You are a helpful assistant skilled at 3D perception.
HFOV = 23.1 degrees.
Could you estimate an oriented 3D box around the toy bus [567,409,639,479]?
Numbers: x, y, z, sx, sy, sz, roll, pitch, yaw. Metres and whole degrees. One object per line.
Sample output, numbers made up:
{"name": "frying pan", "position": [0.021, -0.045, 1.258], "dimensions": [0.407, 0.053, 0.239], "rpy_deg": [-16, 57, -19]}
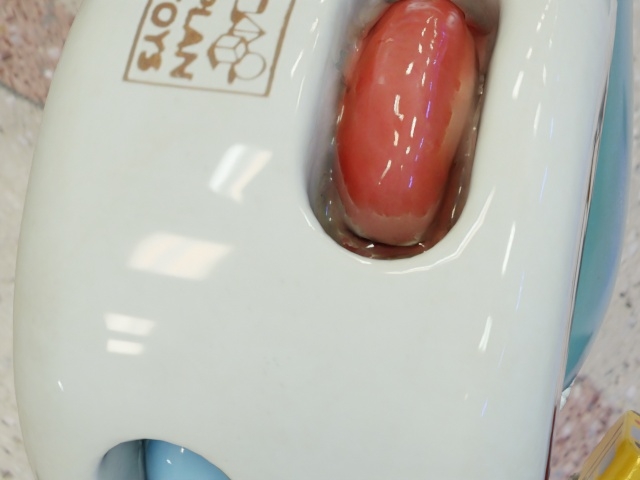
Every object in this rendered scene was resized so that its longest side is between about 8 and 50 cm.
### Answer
{"name": "toy bus", "position": [0.210, 0.305, 1.306], "dimensions": [0.108, 0.130, 0.332], "rpy_deg": [32, 108, 3]}

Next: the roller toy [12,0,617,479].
{"name": "roller toy", "position": [0.000, 0.000, 0.443], "dimensions": [0.146, 0.191, 0.209], "rpy_deg": [9, 105, 10]}

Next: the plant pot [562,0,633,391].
{"name": "plant pot", "position": [0.033, -0.026, 0.850], "dimensions": [0.293, 0.293, 0.235], "rpy_deg": [-6, 93, -2]}

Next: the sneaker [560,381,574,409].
{"name": "sneaker", "position": [0.087, 0.092, 1.098], "dimensions": [0.153, 0.235, 0.094], "rpy_deg": [31, 56, 3]}
